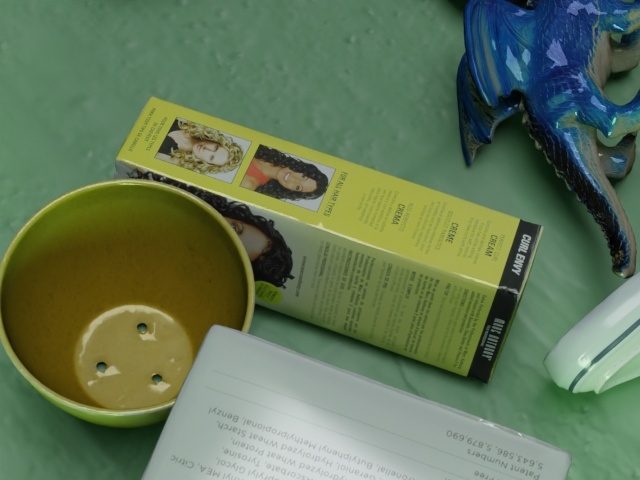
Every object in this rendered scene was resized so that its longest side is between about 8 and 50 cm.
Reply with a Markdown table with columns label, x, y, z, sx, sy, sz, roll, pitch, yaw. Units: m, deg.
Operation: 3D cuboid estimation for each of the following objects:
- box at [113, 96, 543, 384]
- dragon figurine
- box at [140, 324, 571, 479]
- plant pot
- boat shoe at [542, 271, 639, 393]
| label | x | y | z | sx | sy | sz | roll | pitch | yaw |
| --- | --- | --- | --- | --- | --- | --- | --- | --- | --- |
| box | 0.000 | 0.000 | 0.940 | 0.232 | 0.087 | 0.058 | 18 | 50 | 7 |
| dragon figurine | 0.123 | -0.096 | 0.996 | 0.144 | 0.085 | 0.289 | 6 | 63 | 0 |
| box | 0.007 | 0.152 | 0.814 | 0.182 | 0.181 | 0.119 | 19 | 64 | 6 |
| plant pot | -0.103 | 0.048 | 0.908 | 0.134 | 0.095 | 0.134 | 1 | 63 | -2 |
| boat shoe | 0.233 | 0.036 | 0.937 | 0.226 | 0.083 | 0.076 | -29 | 70 | -18 |
